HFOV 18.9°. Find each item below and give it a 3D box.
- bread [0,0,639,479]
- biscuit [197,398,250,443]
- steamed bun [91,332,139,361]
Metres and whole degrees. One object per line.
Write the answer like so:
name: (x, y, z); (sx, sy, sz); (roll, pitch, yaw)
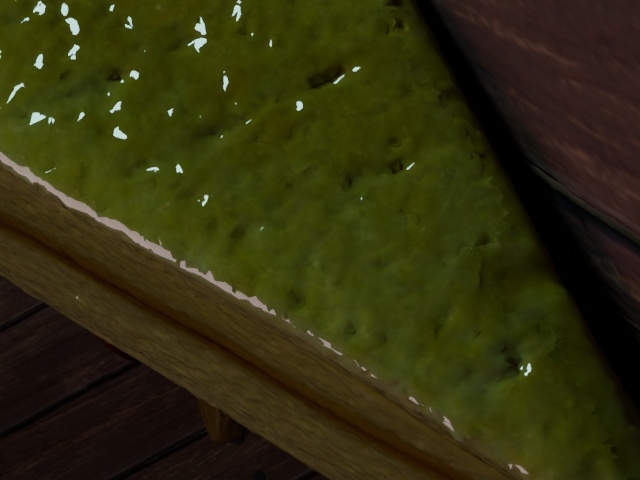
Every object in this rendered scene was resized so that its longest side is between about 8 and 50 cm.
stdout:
bread: (-0.012, 0.051, 0.801); (0.233, 0.245, 0.361); (72, 172, -62)
biscuit: (-0.077, -0.031, 1.457); (0.283, 0.064, 0.432); (-116, 18, -55)
steamed bun: (-0.154, -0.021, 1.884); (0.379, 0.235, 0.248); (71, 175, -72)
